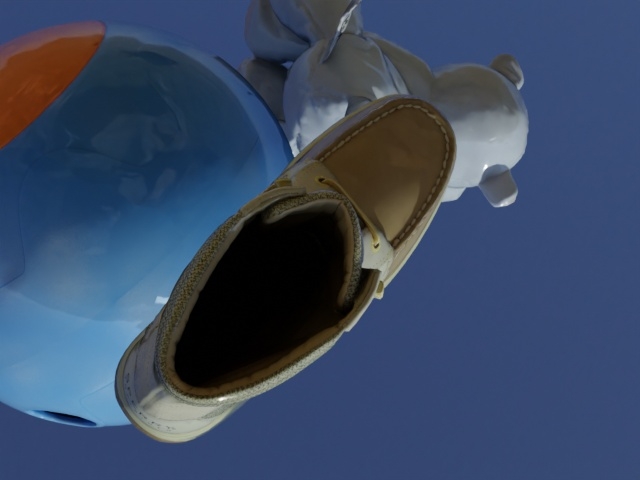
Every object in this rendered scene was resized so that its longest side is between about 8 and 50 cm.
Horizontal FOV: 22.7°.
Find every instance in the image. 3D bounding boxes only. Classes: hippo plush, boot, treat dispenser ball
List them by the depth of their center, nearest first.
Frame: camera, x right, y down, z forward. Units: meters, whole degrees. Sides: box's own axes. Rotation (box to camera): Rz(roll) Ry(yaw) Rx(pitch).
[{"bbox_3d":[0.000,0.000,0.701,0.077,0.165,0.213,45,-106,0],"label":"boot"},{"bbox_3d":[-0.153,-0.012,1.131,0.288,0.288,0.288,8,-129,-10],"label":"treat dispenser ball"},{"bbox_3d":[0.069,-0.144,1.442,0.236,0.294,0.234,6,-107,-23],"label":"hippo plush"}]
